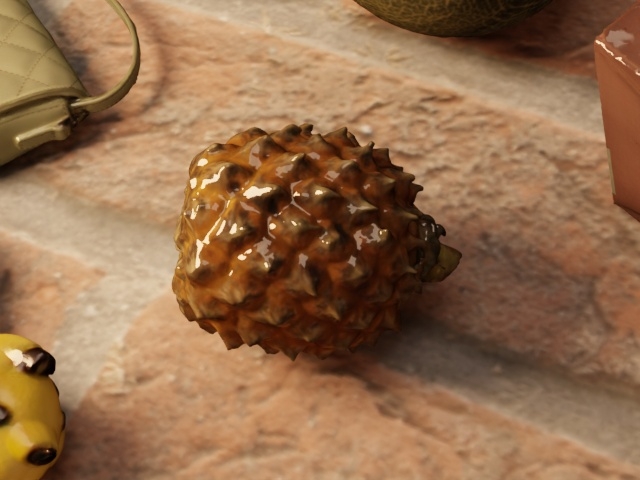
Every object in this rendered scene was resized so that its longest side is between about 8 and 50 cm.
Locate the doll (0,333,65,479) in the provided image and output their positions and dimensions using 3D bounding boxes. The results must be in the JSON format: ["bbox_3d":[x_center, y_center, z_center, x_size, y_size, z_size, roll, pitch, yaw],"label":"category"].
[{"bbox_3d":[-0.255,0.062,0.899,0.117,0.086,0.291,-47,55,11],"label":"doll"}]

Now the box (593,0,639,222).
[{"bbox_3d":[0.278,-0.041,0.820,0.086,0.215,0.215,-41,59,-7],"label":"box"}]

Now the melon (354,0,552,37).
[{"bbox_3d":[0.082,-0.297,1.016,0.237,0.237,0.302,-29,57,-13],"label":"melon"}]

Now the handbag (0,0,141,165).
[{"bbox_3d":[-0.272,-0.169,1.077,0.219,0.079,0.256,-26,56,-16],"label":"handbag"}]

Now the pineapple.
[{"bbox_3d":[0.000,0.000,0.872,0.193,0.166,0.166,8,54,-6],"label":"pineapple"}]
